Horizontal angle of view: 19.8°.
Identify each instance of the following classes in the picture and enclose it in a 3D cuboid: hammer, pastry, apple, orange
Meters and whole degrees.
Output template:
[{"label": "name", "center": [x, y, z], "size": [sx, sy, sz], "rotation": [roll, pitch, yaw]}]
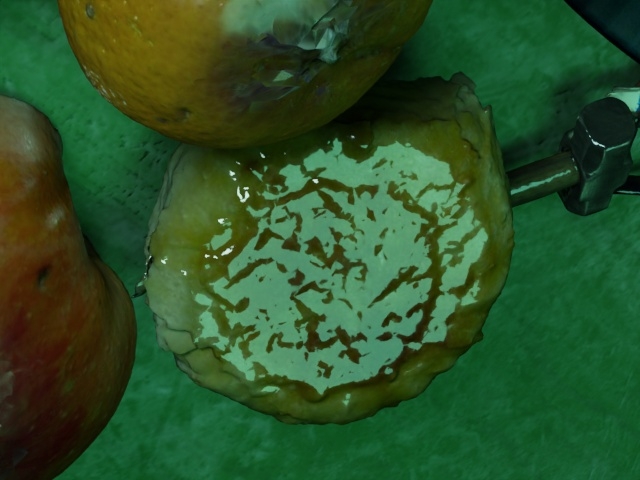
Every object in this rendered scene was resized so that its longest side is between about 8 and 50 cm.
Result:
[{"label": "hammer", "center": [0.057, -0.008, 1.317], "size": [0.365, 0.043, 0.111], "rotation": [-20, 158, -13]}, {"label": "pastry", "center": [0.005, 0.002, 1.210], "size": [0.257, 0.121, 0.236], "rotation": [-3, 116, -14]}, {"label": "apple", "center": [-0.224, 0.071, 1.110], "size": [0.251, 0.163, 0.293], "rotation": [-31, 143, -3]}, {"label": "orange", "center": [-0.035, -0.149, 1.009], "size": [0.224, 0.170, 0.224], "rotation": [-18, 138, -17]}]

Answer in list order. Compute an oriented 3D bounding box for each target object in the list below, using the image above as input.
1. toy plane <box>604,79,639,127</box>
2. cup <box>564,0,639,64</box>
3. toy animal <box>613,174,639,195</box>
[{"label": "toy plane", "center": [0.295, -0.140, 1.320], "size": [0.135, 0.062, 0.188], "rotation": [41, 118, -18]}, {"label": "cup", "center": [0.257, -0.247, 1.065], "size": [0.308, 0.242, 0.292], "rotation": [9, 127, -45]}, {"label": "toy animal", "center": [0.382, -0.126, 1.404], "size": [0.195, 0.090, 0.324], "rotation": [25, 121, -22]}]
